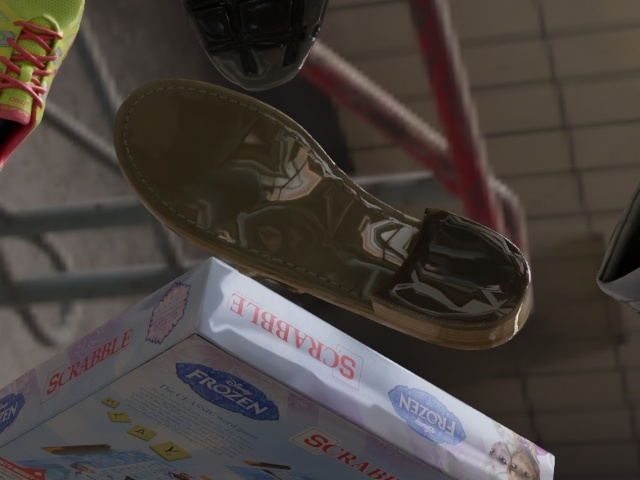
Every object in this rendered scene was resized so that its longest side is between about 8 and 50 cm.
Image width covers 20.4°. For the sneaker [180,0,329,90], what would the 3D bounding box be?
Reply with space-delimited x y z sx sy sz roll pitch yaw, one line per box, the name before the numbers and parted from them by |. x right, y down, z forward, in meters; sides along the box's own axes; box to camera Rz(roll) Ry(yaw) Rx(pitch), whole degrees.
sneaker | -0.057 -0.218 1.088 0.106 0.101 0.267 139 -59 -76

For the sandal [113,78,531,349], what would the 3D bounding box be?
sandal | -0.004 0.005 0.895 0.088 0.240 0.079 -51 154 -26

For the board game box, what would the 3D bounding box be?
board game box | -0.052 0.164 1.300 0.319 0.318 0.066 32 50 -27

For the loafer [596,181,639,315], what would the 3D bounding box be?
loafer | 0.308 -0.081 1.296 0.112 0.111 0.319 47 -63 55

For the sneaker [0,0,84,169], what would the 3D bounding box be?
sneaker | -0.242 -0.133 1.426 0.208 0.081 0.094 -62 -149 20
